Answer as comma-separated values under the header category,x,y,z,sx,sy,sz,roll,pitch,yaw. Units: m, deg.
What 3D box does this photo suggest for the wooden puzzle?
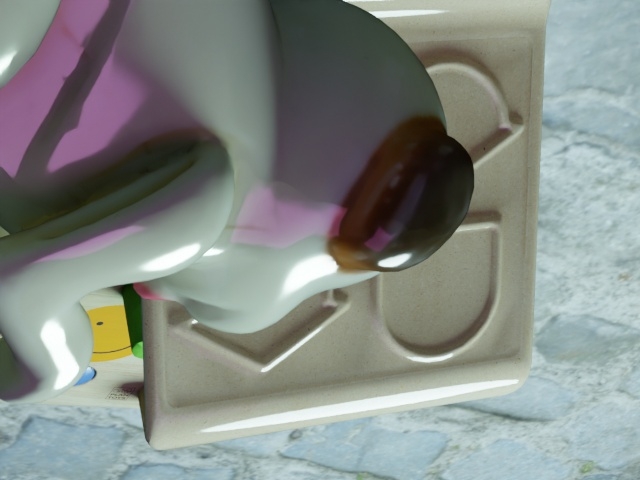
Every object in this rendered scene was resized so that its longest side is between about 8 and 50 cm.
category,x,y,z,sx,sy,sz,roll,pitch,yaw
wooden puzzle,0.014,-0.024,0.985,0.322,0.080,0.348,-6,111,-21

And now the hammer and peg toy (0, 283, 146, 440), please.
category,x,y,z,sx,sy,sz,roll,pitch,yaw
hammer and peg toy,-0.142,0.084,1.149,0.361,0.127,0.266,8,141,-34

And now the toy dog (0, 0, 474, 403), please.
category,x,y,z,sx,sy,sz,roll,pitch,yaw
toy dog,-0.104,-0.108,0.722,0.408,0.284,0.395,38,84,-36
